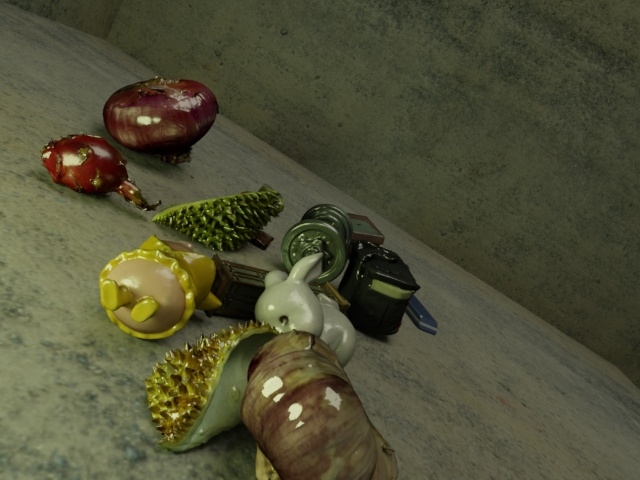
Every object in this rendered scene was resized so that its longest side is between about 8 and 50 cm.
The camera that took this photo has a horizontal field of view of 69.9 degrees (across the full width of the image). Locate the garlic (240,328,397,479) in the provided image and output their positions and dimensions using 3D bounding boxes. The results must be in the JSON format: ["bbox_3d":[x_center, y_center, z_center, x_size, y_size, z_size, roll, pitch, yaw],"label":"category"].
[{"bbox_3d":[-0.015,0.235,0.560,0.244,0.161,0.245,58,-2,3],"label":"garlic"}]

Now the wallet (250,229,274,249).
[{"bbox_3d":[-0.218,-0.037,1.289,0.176,0.026,0.095,31,17,-1],"label":"wallet"}]

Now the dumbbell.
[{"bbox_3d":[0.000,0.000,1.319,0.179,0.179,0.406,32,15,-1],"label":"dumbbell"}]

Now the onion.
[{"bbox_3d":[-0.480,-0.357,1.411,0.348,0.285,0.347,-7,32,4],"label":"onion"}]

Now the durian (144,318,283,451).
[{"bbox_3d":[-0.135,0.190,0.632,0.252,0.145,0.139,16,58,-64],"label":"durian"}]

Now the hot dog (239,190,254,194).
[{"bbox_3d":[-0.229,-0.133,1.518,0.090,0.060,0.140,33,17,22],"label":"hot dog"}]

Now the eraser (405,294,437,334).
[{"bbox_3d":[0.308,0.221,1.509,0.082,0.036,0.225,24,17,-28],"label":"eraser"}]

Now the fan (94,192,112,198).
[{"bbox_3d":[-0.497,-0.112,1.005,0.060,0.003,0.080,31,14,-2],"label":"fan"}]

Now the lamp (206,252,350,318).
[{"bbox_3d":[-0.086,0.116,0.936,0.325,0.089,0.090,18,20,-43],"label":"lamp"}]

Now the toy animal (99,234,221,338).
[{"bbox_3d":[-0.241,0.071,0.692,0.156,0.156,0.230,33,5,3],"label":"toy animal"}]

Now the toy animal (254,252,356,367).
[{"bbox_3d":[-0.024,0.136,0.807,0.193,0.128,0.178,52,39,-23],"label":"toy animal"}]

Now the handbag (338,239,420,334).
[{"bbox_3d":[0.155,0.115,1.216,0.181,0.181,0.254,16,19,-11],"label":"handbag"}]

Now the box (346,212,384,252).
[{"bbox_3d":[0.100,-0.033,1.714,0.215,0.086,0.215,9,21,-18],"label":"box"}]

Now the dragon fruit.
[{"bbox_3d":[-0.454,-0.135,0.968,0.246,0.125,0.125,37,6,-18],"label":"dragon fruit"}]

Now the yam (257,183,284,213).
[{"bbox_3d":[-0.176,-0.150,1.661,0.146,0.069,0.070,39,16,28],"label":"yam"}]

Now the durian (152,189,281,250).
[{"bbox_3d":[-0.220,-0.078,1.144,0.170,0.157,0.356,33,21,19],"label":"durian"}]
